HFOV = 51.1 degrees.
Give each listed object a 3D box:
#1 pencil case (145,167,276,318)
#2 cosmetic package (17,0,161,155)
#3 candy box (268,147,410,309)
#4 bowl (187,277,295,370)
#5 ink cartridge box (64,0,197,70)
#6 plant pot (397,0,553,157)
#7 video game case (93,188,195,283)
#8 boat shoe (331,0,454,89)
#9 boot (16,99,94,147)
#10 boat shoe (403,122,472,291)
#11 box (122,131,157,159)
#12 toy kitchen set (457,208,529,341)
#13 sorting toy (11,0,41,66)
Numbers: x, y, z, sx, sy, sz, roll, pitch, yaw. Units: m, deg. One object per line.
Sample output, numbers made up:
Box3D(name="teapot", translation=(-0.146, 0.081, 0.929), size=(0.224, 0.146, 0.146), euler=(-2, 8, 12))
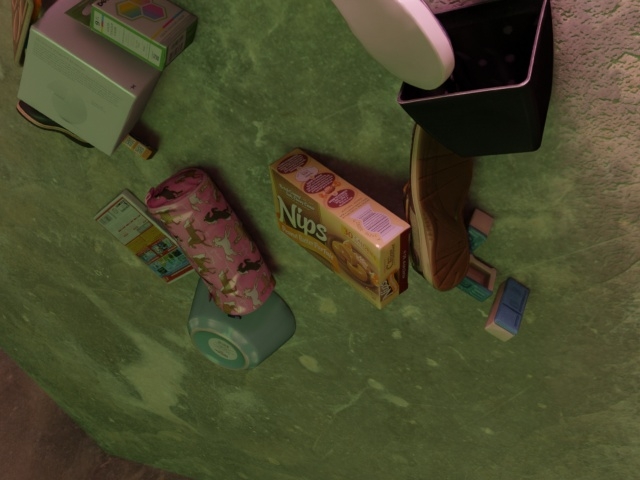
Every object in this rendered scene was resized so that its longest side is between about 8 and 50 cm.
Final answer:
Box3D(name="pencil case", translation=(-0.257, 0.008, 1.594), size=(0.160, 0.167, 0.386), euler=(25, 149, 49))
Box3D(name="cosmetic package", translation=(-0.463, -0.330, 1.351), size=(0.224, 0.138, 0.225), euler=(34, 145, -13))
Box3D(name="candy box", translation=(0.034, -0.027, 1.320), size=(0.316, 0.087, 0.183), euler=(39, 150, 33))
Box3D(name="bowl", translation=(-0.242, 0.240, 1.843), size=(0.312, 0.163, 0.311), euler=(19, 140, 16))
Box3D(name="ink cartridge box", translation=(-0.344, -0.408, 1.218), size=(0.209, 0.109, 0.062), euler=(30, 142, 1))
Box3D(name="plant pot", translation=(0.248, -0.227, 0.986), size=(0.187, 0.188, 0.167), euler=(-1, 147, 34))
Box3D(name="video game case", translation=(-0.470, -0.003, 1.831), size=(0.285, 0.025, 0.204), euler=(45, 140, -18))
Box3D(name="boat shoe", translation=(0.085, -0.373, 0.900), size=(0.340, 0.158, 0.127), euler=(46, 157, -6))
Box3D(name="boot", translation=(-0.591, -0.311, 1.534), size=(0.198, 0.076, 0.137), euler=(22, 139, -10))
Box3D(name="boat shoe", translation=(0.194, -0.076, 1.214), size=(0.123, 0.123, 0.342), euler=(33, 139, 54))
Box3D(name="box", translation=(-0.436, -0.233, 1.508), size=(0.136, 0.028, 0.081), euler=(39, -176, -10))
Box3D(name="toy kitchen set", translation=(0.332, 0.068, 1.297), size=(0.207, 0.122, 0.166), euler=(32, 143, -2))
Box3D(name="sorting toy", translation=(-0.559, -0.464, 1.269), size=(0.038, 0.193, 0.208), euler=(0, 156, -29))
